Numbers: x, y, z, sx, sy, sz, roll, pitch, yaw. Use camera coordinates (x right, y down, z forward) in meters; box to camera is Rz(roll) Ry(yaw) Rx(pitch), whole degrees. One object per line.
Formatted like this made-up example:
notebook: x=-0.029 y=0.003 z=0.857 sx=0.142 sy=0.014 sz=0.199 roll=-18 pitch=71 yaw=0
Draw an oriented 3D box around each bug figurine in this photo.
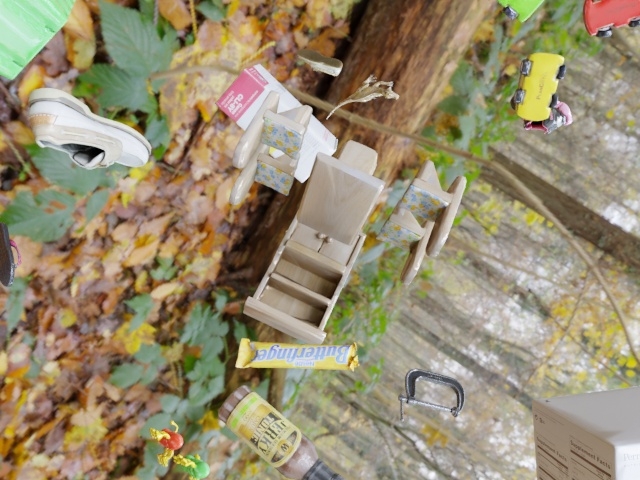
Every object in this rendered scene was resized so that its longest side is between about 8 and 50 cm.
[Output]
bug figurine: x=-0.296 y=0.549 z=1.353 sx=0.072 sy=0.278 sz=0.216 roll=-18 pitch=-170 yaw=-36

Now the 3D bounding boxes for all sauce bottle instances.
sauce bottle: x=-0.092 y=0.494 z=1.460 sx=0.111 sy=0.344 sz=0.111 roll=-48 pitch=161 yaw=-23

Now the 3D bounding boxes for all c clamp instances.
c clamp: x=0.239 y=0.340 z=1.293 sx=0.137 sy=0.161 sz=0.022 roll=-90 pitch=-165 yaw=-47

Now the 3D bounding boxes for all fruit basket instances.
fruit basket: x=-0.672 y=-0.543 z=1.163 sx=0.283 sy=0.392 sz=0.392 roll=-42 pitch=176 yaw=9

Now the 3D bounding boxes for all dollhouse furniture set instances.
dollhouse furniture set: x=0.000 y=0.000 z=1.104 sx=0.394 sy=0.362 sz=0.256 roll=113 pitch=3 yaw=-63

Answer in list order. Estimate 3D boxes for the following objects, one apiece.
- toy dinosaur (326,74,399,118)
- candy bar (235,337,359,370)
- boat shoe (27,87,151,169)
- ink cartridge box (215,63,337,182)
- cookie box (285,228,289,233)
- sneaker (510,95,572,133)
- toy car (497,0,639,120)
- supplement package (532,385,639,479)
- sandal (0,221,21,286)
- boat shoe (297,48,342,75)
toy dinosaur: x=0.093 y=-0.318 z=1.307 sx=0.183 sy=0.053 sz=0.092 roll=-6 pitch=-153 yaw=39
candy bar: x=-0.029 y=0.149 z=0.784 sx=0.018 sy=0.162 sz=0.040 roll=74 pitch=19 yaw=-58
boat shoe: x=-0.467 y=-0.197 z=1.227 sx=0.302 sy=0.113 sz=0.103 roll=26 pitch=59 yaw=-61
ink cartridge box: x=-0.136 y=-0.400 z=2.039 sx=0.160 sy=0.385 sz=0.279 roll=-46 pitch=-170 yaw=16
cookie box: x=-0.018 y=-0.018 z=1.494 sx=0.092 sy=0.107 sz=0.040 roll=-40 pitch=126 yaw=-58
sneaker: x=0.332 y=-0.199 z=0.942 sx=0.057 sy=0.047 sz=0.119 roll=-38 pitch=-144 yaw=-4
toy car: x=0.313 y=-0.319 z=0.849 sx=0.239 sy=0.225 sz=0.053 roll=-47 pitch=-168 yaw=25
supplement package: x=0.463 y=0.297 z=0.822 sx=0.204 sy=0.262 sz=0.145 roll=-172 pitch=-104 yaw=-82
sandal: x=-0.738 y=0.031 z=1.428 sx=0.067 sy=0.179 sz=0.040 roll=-42 pitch=145 yaw=24
boat shoe: x=-0.005 y=-0.512 z=1.741 sx=0.045 sy=0.135 sz=0.050 roll=110 pitch=2 yaw=-56
